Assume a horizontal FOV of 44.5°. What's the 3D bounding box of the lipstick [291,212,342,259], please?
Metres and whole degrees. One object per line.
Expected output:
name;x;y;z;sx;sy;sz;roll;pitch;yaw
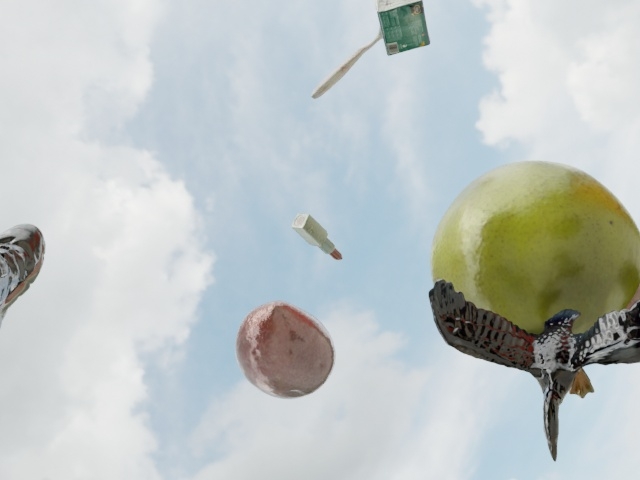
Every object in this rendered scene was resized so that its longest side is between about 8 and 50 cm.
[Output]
lipstick;0.001;0.000;1.368;0.129;0.030;0.030;44;-118;-40

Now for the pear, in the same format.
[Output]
pear;0.302;0.023;1.110;0.294;0.294;0.294;-20;-58;-35

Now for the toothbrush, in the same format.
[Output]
toothbrush;0.070;-0.375;1.591;0.307;0.025;0.030;-48;-25;-33

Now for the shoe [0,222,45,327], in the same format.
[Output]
shoe;-0.541;0.058;1.241;0.291;0.114;0.137;-76;-8;-48

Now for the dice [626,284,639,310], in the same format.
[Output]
dice;0.495;0.086;1.203;0.093;0.094;0.091;38;-126;-11

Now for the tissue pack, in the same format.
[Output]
tissue pack;0.146;-0.405;1.407;0.085;0.079;0.111;-13;-32;10

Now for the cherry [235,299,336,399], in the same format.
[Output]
cherry;-0.089;0.247;1.761;0.239;0.239;0.206;33;-101;-46

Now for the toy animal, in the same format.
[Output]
toy animal;0.276;0.145;0.877;0.160;0.272;0.197;30;-123;-62
